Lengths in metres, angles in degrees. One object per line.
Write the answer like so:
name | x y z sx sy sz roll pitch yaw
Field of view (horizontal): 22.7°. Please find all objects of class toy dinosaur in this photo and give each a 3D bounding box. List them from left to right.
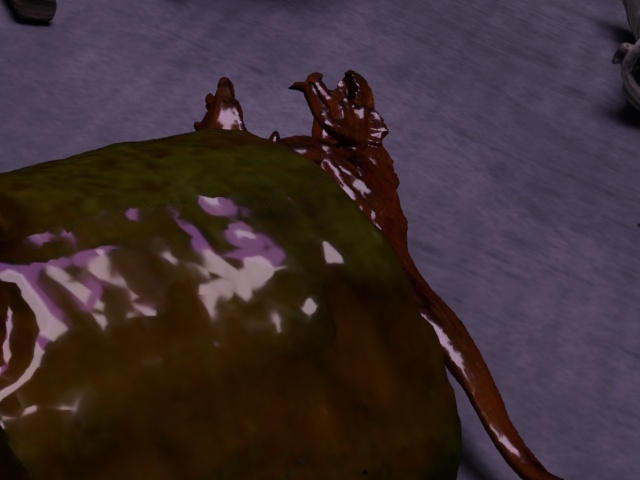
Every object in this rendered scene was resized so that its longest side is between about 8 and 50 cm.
toy dinosaur | 0.000 0.000 1.013 0.208 0.097 0.432 18 33 -23

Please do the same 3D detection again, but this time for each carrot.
carrot | -0.069 0.076 0.705 0.341 0.241 0.241 -13 44 -42

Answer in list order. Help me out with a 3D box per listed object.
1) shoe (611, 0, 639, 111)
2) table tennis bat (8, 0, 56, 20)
shoe | 0.346 -0.178 1.463 0.211 0.132 0.342 2 38 -33
table tennis bat | -0.278 -0.253 1.319 0.154 0.021 0.274 -1 35 -32
